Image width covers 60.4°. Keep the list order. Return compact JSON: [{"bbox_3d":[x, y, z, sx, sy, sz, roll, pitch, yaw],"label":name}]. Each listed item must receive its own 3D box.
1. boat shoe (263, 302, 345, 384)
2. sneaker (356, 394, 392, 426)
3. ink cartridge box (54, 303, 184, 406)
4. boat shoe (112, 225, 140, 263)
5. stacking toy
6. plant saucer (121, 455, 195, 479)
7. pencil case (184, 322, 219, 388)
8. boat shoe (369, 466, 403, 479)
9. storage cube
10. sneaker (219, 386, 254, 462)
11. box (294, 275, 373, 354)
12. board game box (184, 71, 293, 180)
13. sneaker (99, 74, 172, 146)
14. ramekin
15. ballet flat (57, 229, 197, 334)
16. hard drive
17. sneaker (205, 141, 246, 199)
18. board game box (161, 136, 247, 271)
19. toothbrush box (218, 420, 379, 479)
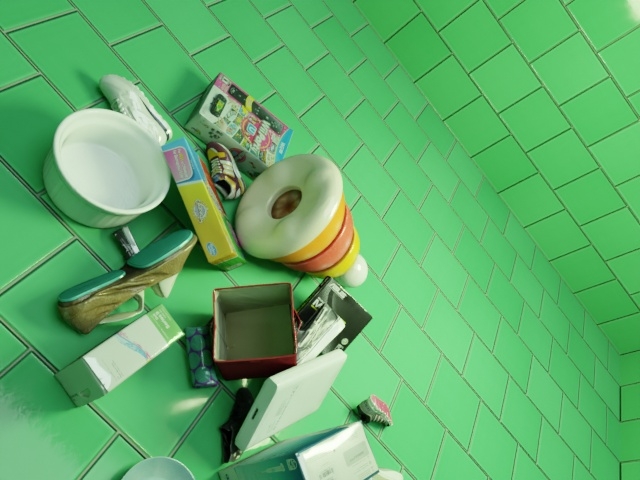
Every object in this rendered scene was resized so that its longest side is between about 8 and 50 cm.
[{"bbox_3d":[-0.060,0.285,1.499,0.301,0.108,0.102,-40,95,-30],"label":"boat shoe"},{"bbox_3d":[0.161,0.520,1.654,0.170,0.075,0.063,51,17,-45],"label":"sneaker"},{"bbox_3d":[-0.419,0.240,1.155,0.093,0.154,0.212,55,41,-5],"label":"ink cartridge box"},{"bbox_3d":[-0.456,0.035,1.333,0.040,0.049,0.142,-25,93,-15],"label":"boat shoe"},{"bbox_3d":[0.000,0.000,1.684,0.480,0.351,0.350,47,37,-45],"label":"stacking toy"},{"bbox_3d":[-0.343,0.551,1.135,0.195,0.037,0.194,25,50,-34],"label":"plant saucer"},{"bbox_3d":[-0.288,0.281,1.333,0.070,0.065,0.151,35,40,-66],"label":"pencil case"},{"bbox_3d":[0.111,0.661,1.472,0.320,0.118,0.103,31,43,-38],"label":"boat shoe"},{"bbox_3d":[-0.154,0.228,1.348,0.215,0.193,0.183,-4,63,-4],"label":"storage cube"},{"bbox_3d":[-0.204,0.443,1.331,0.089,0.051,0.170,12,62,-47],"label":"sneaker"},{"bbox_3d":[0.030,0.233,1.626,0.184,0.045,0.190,-46,107,-6],"label":"box"},{"bbox_3d":[-0.248,-0.350,1.736,0.303,0.098,0.224,37,45,-26],"label":"board game box"},{"bbox_3d":[-0.509,-0.341,1.477,0.235,0.090,0.094,46,51,-13],"label":"sneaker"},{"bbox_3d":[-0.516,-0.163,1.318,0.277,0.135,0.277,24,52,-35],"label":"ramekin"},{"bbox_3d":[-0.417,0.101,1.251,0.342,0.116,0.124,-35,122,-36],"label":"ballet flat"},{"bbox_3d":[-0.064,0.387,1.366,0.040,0.203,0.308,36,20,25],"label":"hard drive"},{"bbox_3d":[-0.293,-0.207,1.622,0.185,0.070,0.084,58,34,-1],"label":"sneaker"},{"bbox_3d":[-0.297,-0.083,1.435,0.242,0.064,0.316,88,-22,-82],"label":"board game box"},{"bbox_3d":[-0.054,0.524,1.247,0.216,0.296,0.126,-7,73,-48],"label":"toothbrush box"}]
